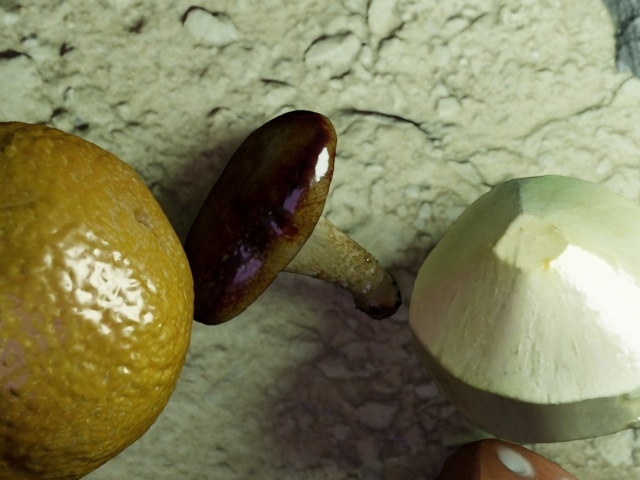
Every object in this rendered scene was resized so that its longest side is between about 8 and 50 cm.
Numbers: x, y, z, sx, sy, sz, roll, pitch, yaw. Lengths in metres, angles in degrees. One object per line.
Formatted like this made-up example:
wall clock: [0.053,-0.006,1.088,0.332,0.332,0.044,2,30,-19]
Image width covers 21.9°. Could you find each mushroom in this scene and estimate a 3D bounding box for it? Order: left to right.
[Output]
mushroom: [0.000,0.000,1.536,0.218,0.148,0.227,23,121,-26]

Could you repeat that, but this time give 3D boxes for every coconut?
coconut: [0.208,0.061,1.462,0.259,0.259,0.259,1,111,2]

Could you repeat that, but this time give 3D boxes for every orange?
orange: [-0.286,0.070,1.451,0.357,0.322,0.322,-35,107,27]

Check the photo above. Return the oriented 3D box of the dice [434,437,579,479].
dice: [0.176,0.308,1.609,0.174,0.179,0.175,28,114,-9]
